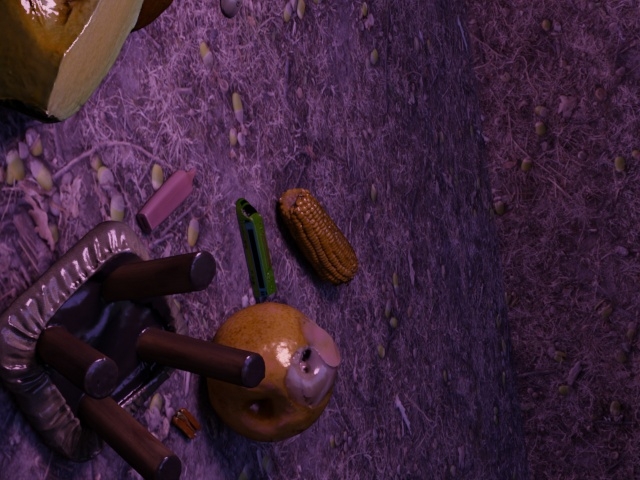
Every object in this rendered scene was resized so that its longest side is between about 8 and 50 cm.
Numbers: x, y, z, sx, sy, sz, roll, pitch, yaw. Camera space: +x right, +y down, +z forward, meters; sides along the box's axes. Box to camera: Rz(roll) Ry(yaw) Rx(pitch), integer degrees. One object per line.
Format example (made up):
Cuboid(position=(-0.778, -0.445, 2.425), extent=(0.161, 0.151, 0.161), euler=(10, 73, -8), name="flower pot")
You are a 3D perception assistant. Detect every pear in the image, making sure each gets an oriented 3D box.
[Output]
Cuboid(position=(-0.096, 0.247, 1.948), extent=(0.271, 0.271, 0.271), euler=(17, 71, -62), name="pear")

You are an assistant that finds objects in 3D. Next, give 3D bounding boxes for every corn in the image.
Cuboid(position=(0.000, 0.000, 2.298), extent=(0.318, 0.115, 0.115), euler=(53, 41, -47), name="corn")

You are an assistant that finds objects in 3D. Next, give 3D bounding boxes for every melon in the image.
Cuboid(position=(-0.393, -0.354, 1.447), extent=(0.331, 0.226, 0.344), euler=(20, 94, -46), name="melon")

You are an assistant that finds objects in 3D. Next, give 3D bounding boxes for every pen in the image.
Cuboid(position=(-0.274, -0.084, 1.851), extent=(0.197, 0.032, 0.053), euler=(-54, 132, -49), name="pen")

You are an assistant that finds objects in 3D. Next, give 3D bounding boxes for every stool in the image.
Cuboid(position=(-0.280, 0.168, 1.510), extent=(0.310, 0.226, 0.310), euler=(-50, 133, -33), name="stool")

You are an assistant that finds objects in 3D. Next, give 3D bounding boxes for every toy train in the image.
Cuboid(position=(-0.131, 0.012, 2.104), extent=(0.044, 0.042, 0.209), euler=(-35, 117, -61), name="toy train")

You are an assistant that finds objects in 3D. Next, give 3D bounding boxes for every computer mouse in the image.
Cuboid(position=(-0.184, -0.519, 2.094), extent=(0.056, 0.032, 0.110), euler=(-6, 91, -64), name="computer mouse")

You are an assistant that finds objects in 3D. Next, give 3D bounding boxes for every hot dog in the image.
Cuboid(position=(-0.248, 0.334, 1.849), extent=(0.037, 0.021, 0.083), euler=(-53, 138, -25), name="hot dog")

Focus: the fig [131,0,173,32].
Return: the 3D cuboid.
Cuboid(position=(-0.278, -0.468, 1.652), extent=(0.190, 0.290, 0.191), euler=(37, 35, -31), name="fig")
